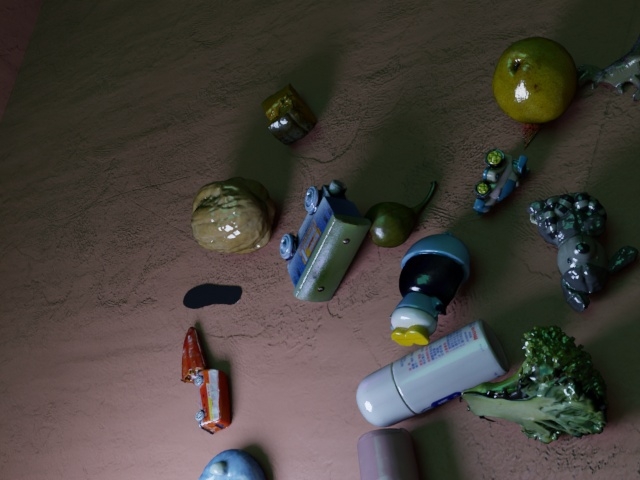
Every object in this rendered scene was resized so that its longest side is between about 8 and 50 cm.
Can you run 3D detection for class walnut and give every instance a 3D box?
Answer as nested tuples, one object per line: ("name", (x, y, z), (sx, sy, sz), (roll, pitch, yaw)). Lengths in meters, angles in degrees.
("walnut", (-0.260, -0.067, 2.085), (0.257, 0.257, 0.224), (-12, 27, 30))

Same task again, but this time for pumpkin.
("pumpkin", (-0.098, -0.385, 2.216), (0.131, 0.126, 0.248), (-41, 29, 20))

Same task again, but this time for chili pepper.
("chili pepper", (-0.365, 0.318, 2.043), (0.088, 0.065, 0.169), (-31, 47, 17))

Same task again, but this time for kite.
("kite", (0.552, -0.337, 1.785), (0.125, 0.008, 0.222), (-18, 56, 27))

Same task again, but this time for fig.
("fig", (0.216, -0.074, 1.831), (0.236, 0.124, 0.124), (-36, 45, -18))

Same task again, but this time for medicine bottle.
("medicine bottle", (0.234, 0.303, 1.569), (0.341, 0.130, 0.130), (-30, 51, 18))

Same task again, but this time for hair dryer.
("hair dryer", (0.060, 0.563, 1.566), (0.352, 0.125, 0.210), (-28, 51, 28))

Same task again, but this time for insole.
("insole", (-0.326, 0.166, 2.136), (0.232, 0.003, 0.080), (-6, 62, 33))

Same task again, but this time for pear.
("pear", (0.513, -0.387, 1.706), (0.209, 0.209, 0.208), (-17, 56, 28))

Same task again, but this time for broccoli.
("broccoli", (0.429, 0.269, 1.403), (0.273, 0.242, 0.180), (0, 44, 29))

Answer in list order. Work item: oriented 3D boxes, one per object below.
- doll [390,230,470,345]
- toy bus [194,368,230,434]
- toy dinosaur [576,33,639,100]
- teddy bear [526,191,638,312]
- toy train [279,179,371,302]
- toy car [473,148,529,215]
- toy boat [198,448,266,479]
("doll", (0.253, 0.100, 1.650), (0.177, 0.141, 0.314), (-12, 43, 47))
("toy bus", (-0.288, 0.426, 1.917), (0.077, 0.079, 0.174), (-20, 54, 16))
("toy dinosaur", (0.726, -0.434, 1.676), (0.251, 0.072, 0.200), (-46, 37, 18))
("teddy bear", (0.563, 0.006, 1.498), (0.171, 0.144, 0.251), (-21, 56, 8))
("toy train", (0.000, 0.000, 1.854), (0.299, 0.131, 0.202), (-63, 33, 30))
("toy car", (0.429, -0.134, 1.692), (0.098, 0.126, 0.161), (17, 81, 23))
("toy boat", (-0.242, 0.669, 1.712), (0.215, 0.123, 0.330), (1, 67, 38))
